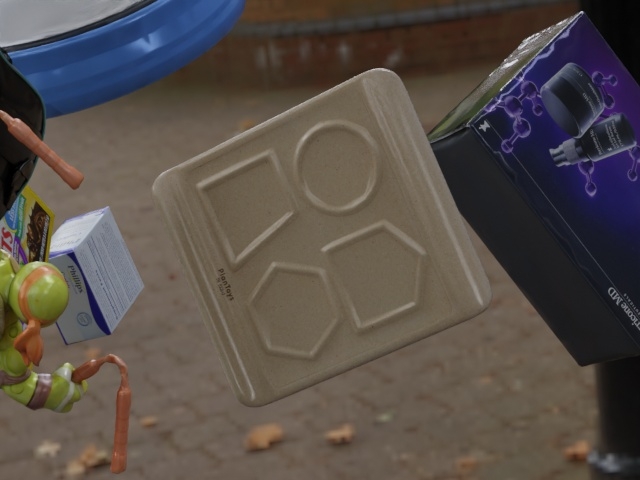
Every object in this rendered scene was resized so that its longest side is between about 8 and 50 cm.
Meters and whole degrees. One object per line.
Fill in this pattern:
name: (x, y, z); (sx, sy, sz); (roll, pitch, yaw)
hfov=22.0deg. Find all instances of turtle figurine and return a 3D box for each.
turtle figurine: (-0.233, 0.040, 1.074); (0.217, 0.269, 0.087); (5, 34, 36)

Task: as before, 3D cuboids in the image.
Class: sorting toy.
sorting toy: (0.000, 0.000, 1.213); (0.208, 0.193, 0.038); (-24, -5, 17)

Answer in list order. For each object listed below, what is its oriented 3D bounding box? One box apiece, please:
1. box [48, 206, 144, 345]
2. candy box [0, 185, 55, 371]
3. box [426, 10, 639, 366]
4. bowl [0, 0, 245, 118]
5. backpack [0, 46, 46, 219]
box: (-0.302, 0.045, 2.139); (0.072, 0.126, 0.137); (-14, 21, 20)
candy box: (-0.283, 0.026, 1.459); (0.027, 0.105, 0.205); (-20, 45, 21)
box: (0.238, -0.045, 1.500); (0.184, 0.261, 0.103); (-44, 11, -26)
bowl: (-0.280, -0.250, 1.805); (0.391, 0.077, 0.391); (-12, 29, 7)
backpack: (-0.324, -0.096, 1.378); (0.144, 0.165, 0.188); (17, -15, 33)
